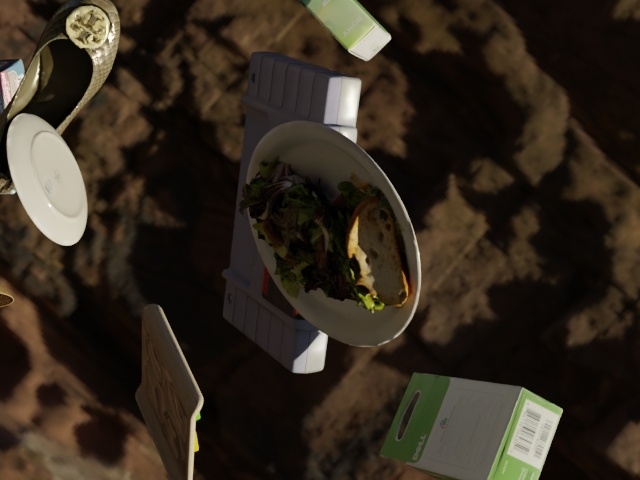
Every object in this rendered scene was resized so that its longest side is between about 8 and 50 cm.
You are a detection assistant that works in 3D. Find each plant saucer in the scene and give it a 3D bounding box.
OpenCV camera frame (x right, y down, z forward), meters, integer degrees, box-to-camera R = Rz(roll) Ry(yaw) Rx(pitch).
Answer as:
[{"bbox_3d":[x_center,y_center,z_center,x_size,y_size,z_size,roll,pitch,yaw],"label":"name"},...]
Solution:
[{"bbox_3d":[-0.388,0.061,1.440,0.083,0.083,0.015,51,33,-69],"label":"plant saucer"}]

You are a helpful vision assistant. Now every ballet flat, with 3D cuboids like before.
[{"bbox_3d":[-0.296,-0.153,1.372,0.084,0.250,0.058,34,11,-12],"label":"ballet flat"}]

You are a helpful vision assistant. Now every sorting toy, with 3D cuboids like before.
[{"bbox_3d":[-0.208,0.219,1.783,0.193,0.038,0.208,59,-30,35],"label":"sorting toy"}]

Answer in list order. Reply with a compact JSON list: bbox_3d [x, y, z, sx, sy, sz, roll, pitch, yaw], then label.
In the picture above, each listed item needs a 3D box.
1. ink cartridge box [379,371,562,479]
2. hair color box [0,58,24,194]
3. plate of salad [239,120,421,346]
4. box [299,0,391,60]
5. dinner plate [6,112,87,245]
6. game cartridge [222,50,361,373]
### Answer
[{"bbox_3d":[0.158,0.209,1.376,0.062,0.109,0.209,29,-14,-25],"label":"ink cartridge box"},{"bbox_3d":[-0.591,-0.161,1.859,0.105,0.347,0.174,-56,141,-61],"label":"hair color box"},{"bbox_3d":[0.000,0.000,1.044,0.200,0.048,0.200,27,-49,36],"label":"plate of salad"},{"bbox_3d":[-0.041,-0.380,1.751,0.322,0.058,0.232,44,9,3],"label":"box"},{"bbox_3d":[-0.270,-0.064,1.288,0.141,0.017,0.141,-19,90,-72],"label":"dinner plate"},{"bbox_3d":[-0.043,-0.040,1.554,0.068,0.355,0.230,1,14,-23],"label":"game cartridge"}]
